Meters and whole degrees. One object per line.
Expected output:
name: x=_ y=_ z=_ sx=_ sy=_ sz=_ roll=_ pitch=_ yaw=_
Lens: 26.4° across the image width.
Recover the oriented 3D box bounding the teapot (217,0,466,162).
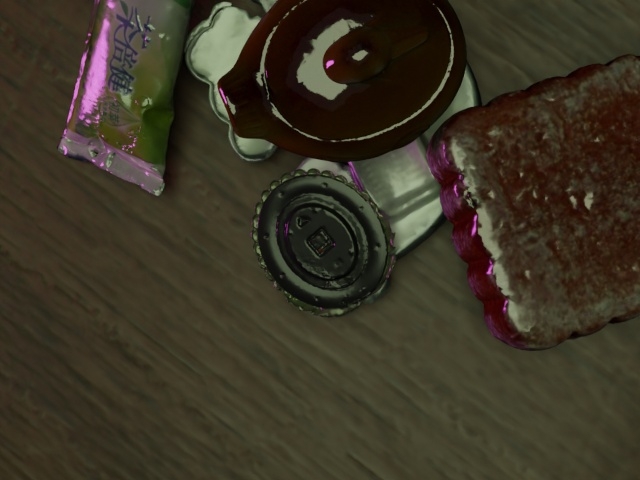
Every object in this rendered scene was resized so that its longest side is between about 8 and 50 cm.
teapot: x=0.012 y=-0.089 z=0.699 sx=0.129 sy=0.078 sz=0.098 roll=-18 pitch=93 yaw=1

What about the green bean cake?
green bean cake: x=0.136 y=-0.019 z=0.728 sx=0.135 sy=0.056 sz=0.135 roll=-19 pitch=88 yaw=-11

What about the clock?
clock: x=0.000 y=0.000 z=0.746 sx=0.074 sy=0.010 sz=0.083 roll=-40 pitch=90 yaw=14

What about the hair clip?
hair clip: x=0.012 y=-0.081 z=0.760 sx=0.140 sy=0.054 sz=0.220 roll=-29 pitch=88 yaw=1

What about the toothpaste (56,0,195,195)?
toothpaste: x=-0.089 y=-0.151 z=0.747 sx=0.078 sy=0.047 sz=0.247 roll=24 pitch=109 yaw=22
